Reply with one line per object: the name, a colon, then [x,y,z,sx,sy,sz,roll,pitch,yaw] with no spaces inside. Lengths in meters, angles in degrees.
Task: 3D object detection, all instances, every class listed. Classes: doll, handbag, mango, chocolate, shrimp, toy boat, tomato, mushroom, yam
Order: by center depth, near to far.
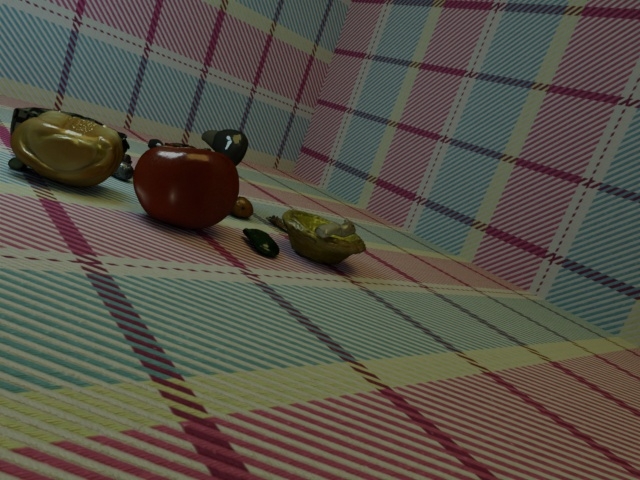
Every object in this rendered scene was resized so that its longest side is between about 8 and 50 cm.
yam: [-0.988,-0.258,1.602,0.043,0.043,0.094,17,13,-14]
tomato: [-0.451,-0.183,1.630,0.341,0.273,0.341,6,7,-1]
toy boat: [-0.205,0.003,1.706,0.104,0.052,0.210,16,14,-31]
mushroom: [0.053,-0.040,1.722,0.059,0.054,0.202,34,25,33]
chocolate: [-0.820,-0.291,1.952,0.167,0.072,0.072,21,12,13]
handbag: [-1.031,-0.438,2.017,0.326,0.163,0.325,22,15,23]
mango: [-0.332,-0.144,2.066,0.105,0.084,0.159,24,11,-9]
doll: [-0.522,-0.329,2.068,0.382,0.252,0.378,23,42,28]
shrimp: [-0.158,-0.068,2.107,0.184,0.043,0.091,26,17,22]

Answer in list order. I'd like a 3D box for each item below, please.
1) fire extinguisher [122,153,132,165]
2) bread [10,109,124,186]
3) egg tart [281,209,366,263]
fire extinguisher: [-0.827,-0.319,2.048,0.078,0.045,0.157,33,-25,-23]
bread: [-0.835,-0.285,1.619,0.315,0.212,0.270,12,24,-17]
egg tart: [0.000,0.000,1.848,0.345,0.133,0.345,20,12,-4]
